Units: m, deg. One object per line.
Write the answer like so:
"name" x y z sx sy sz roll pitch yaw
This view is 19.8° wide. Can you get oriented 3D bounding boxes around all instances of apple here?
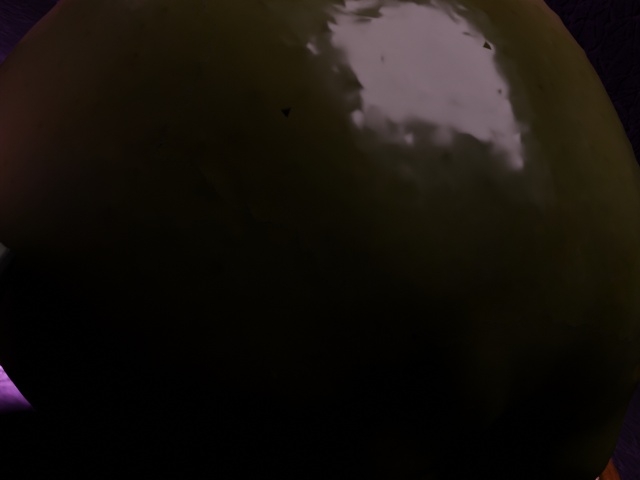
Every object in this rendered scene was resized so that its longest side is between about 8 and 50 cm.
"apple" 0.000 0.000 1.229 0.473 0.473 0.473 32 10 -6

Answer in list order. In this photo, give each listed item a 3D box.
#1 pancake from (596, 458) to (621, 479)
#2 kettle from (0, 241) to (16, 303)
"pancake" 0.226 0.216 1.667 0.356 0.065 0.356 49 13 -15
"kettle" -0.314 0.005 1.065 0.255 0.165 0.240 33 -19 -7
